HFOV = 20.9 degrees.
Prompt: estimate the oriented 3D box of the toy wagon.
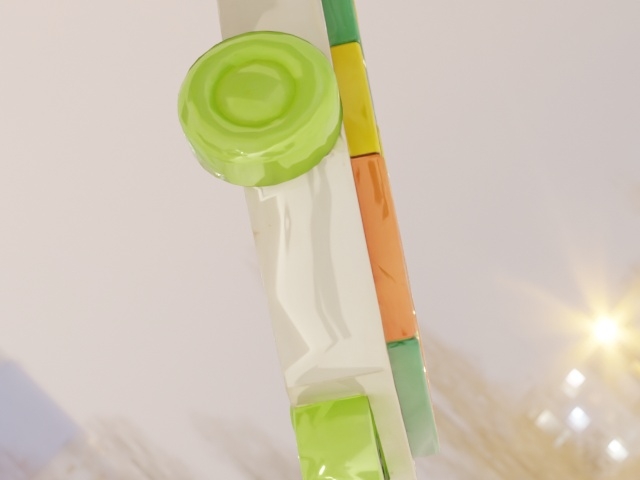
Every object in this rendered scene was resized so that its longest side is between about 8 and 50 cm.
[{"bbox_3d":[0.000,0.000,0.702,0.068,0.344,0.267,-12,-32,3],"label":"toy wagon"}]
